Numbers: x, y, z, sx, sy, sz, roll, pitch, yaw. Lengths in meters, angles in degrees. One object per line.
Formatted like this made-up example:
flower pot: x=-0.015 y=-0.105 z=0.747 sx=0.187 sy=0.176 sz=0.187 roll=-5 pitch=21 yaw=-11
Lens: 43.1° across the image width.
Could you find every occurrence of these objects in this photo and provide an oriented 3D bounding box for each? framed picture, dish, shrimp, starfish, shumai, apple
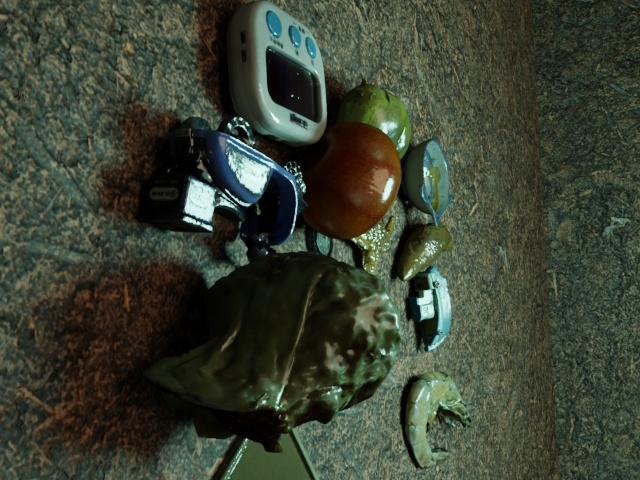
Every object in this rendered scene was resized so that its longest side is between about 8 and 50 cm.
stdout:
framed picture: x=-0.075 y=0.450 z=1.404 sx=0.240 sy=0.020 sz=0.324 roll=-60 pitch=136 yaw=-49
dish: x=0.264 y=-0.146 z=2.104 sx=0.236 sy=0.086 sz=0.227 roll=-4 pitch=89 yaw=-63
shrimp: x=0.303 y=0.462 z=2.073 sx=0.360 sy=0.085 sz=0.246 roll=31 pitch=67 yaw=-53
starfish: x=0.106 y=-0.042 z=1.810 sx=0.302 sy=0.060 sz=0.299 roll=41 pitch=52 yaw=-52
shumai: x=-0.073 y=0.159 z=1.144 sx=0.288 sy=0.330 sz=0.291 roll=-4 pitch=78 yaw=-61
apple: x=0.047 y=-0.123 z=1.565 sx=0.173 sy=0.210 sz=0.234 roll=30 pitch=47 yaw=-30

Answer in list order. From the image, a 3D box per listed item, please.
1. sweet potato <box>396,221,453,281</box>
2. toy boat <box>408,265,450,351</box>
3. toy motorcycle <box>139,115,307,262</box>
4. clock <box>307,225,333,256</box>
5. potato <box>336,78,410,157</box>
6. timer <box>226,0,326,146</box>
sweet potato: x=0.276 y=0.011 z=2.088 sx=0.341 sy=0.092 sz=0.114 roll=-30 pitch=128 yaw=-60
toy boat: x=0.266 y=0.176 z=2.068 sx=0.102 sy=0.088 sz=0.215 roll=-8 pitch=93 yaw=-28
toy motorcycle: x=-0.131 y=-0.067 z=1.306 sx=0.358 sy=0.125 sz=0.212 roll=26 pitch=70 yaw=-56
clock: x=0.000 y=0.000 z=1.642 sx=0.085 sy=0.017 sz=0.085 roll=21 pitch=66 yaw=-59
potato: x=0.119 y=-0.247 z=1.794 sx=0.169 sy=0.143 sz=0.248 roll=-55 pitch=154 yaw=4
timer: x=-0.080 y=-0.298 z=1.476 sx=0.262 sy=0.087 sz=0.236 roll=12 pitch=73 yaw=-61
